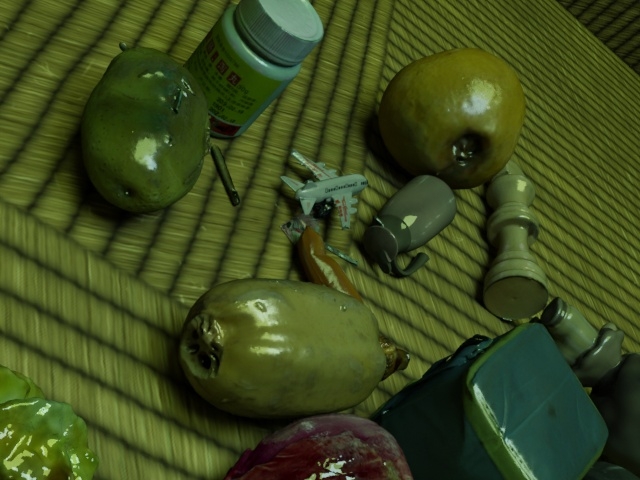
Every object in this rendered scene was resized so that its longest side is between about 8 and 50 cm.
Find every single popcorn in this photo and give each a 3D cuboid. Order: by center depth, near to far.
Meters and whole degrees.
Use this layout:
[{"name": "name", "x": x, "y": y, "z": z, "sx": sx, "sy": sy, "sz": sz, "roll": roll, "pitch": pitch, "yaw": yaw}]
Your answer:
[{"name": "popcorn", "x": -0.301, "y": 0.202, "z": 0.625, "sx": 0.204, "sy": 0.184, "sz": 0.221, "roll": 59, "pitch": 24, "yaw": -9}]

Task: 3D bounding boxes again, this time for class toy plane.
[{"name": "toy plane", "x": 0.016, "y": -0.081, "z": 1.237, "sx": 0.171, "sy": 0.065, "sz": 0.162, "roll": -7, "pitch": 57, "yaw": -51}]

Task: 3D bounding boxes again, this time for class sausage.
[{"name": "sausage", "x": 0.012, "y": 0.061, "z": 1.132, "sx": 0.183, "sy": 0.054, "sz": 0.062, "roll": 58, "pitch": 18, "yaw": 12}]

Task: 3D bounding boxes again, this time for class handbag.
[{"name": "handbag", "x": 0.208, "y": 0.258, "z": 1.012, "sx": 0.263, "sy": 0.241, "sz": 0.222, "roll": -28, "pitch": 80, "yaw": -49}]

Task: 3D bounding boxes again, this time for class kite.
[{"name": "kite", "x": 0.000, "y": 0.000, "z": 1.208, "sx": 0.152, "sy": 0.005, "sz": 0.137, "roll": 22, "pitch": 47, "yaw": -31}]

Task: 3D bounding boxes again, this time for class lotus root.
[{"name": "lotus root", "x": -0.022, "y": 0.138, "z": 0.964, "sx": 0.343, "sy": 0.151, "sz": 0.169, "roll": 12, "pitch": 58, "yaw": -43}]

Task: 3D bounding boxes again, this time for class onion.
[{"name": "onion", "x": -0.005, "y": 0.312, "z": 0.839, "sx": 0.283, "sy": 0.120, "sz": 0.227, "roll": -3, "pitch": 78, "yaw": -33}]

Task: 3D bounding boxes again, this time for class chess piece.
[{"name": "chess piece", "x": 0.378, "y": -0.028, "z": 1.506, "sx": 0.117, "sy": 0.117, "sz": 0.397, "roll": 34, "pitch": 40, "yaw": -19}]

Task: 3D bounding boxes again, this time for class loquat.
[{"name": "loquat", "x": 0.248, "y": -0.235, "z": 1.432, "sx": 0.275, "sy": 0.275, "sz": 0.275, "roll": 25, "pitch": 45, "yaw": -28}]

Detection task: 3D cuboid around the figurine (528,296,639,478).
[{"name": "figurine", "x": 0.531, "y": 0.257, "z": 1.342, "sx": 0.380, "sy": 0.248, "sz": 0.203, "roll": 42, "pitch": 24, "yaw": 12}]

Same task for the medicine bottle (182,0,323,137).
[{"name": "medicine bottle", "x": -0.110, "y": -0.269, "z": 1.145, "sx": 0.139, "sy": 0.225, "sz": 0.139, "roll": 27, "pitch": 43, "yaw": -28}]

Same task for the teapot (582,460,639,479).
[{"name": "teapot", "x": 0.418, "y": 0.494, "z": 1.044, "sx": 0.344, "sy": 0.253, "sz": 0.300, "roll": 35, "pitch": 74, "yaw": -25}]

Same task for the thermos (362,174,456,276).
[{"name": "thermos", "x": 0.149, "y": -0.014, "z": 1.297, "sx": 0.193, "sy": 0.105, "sz": 0.137, "roll": -38, "pitch": 119, "yaw": -48}]

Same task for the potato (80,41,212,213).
[{"name": "potato", "x": -0.224, "y": -0.144, "z": 1.000, "sx": 0.169, "sy": 0.143, "sz": 0.248, "roll": 19, "pitch": 47, "yaw": -18}]

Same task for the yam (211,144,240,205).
[{"name": "yam", "x": -0.142, "y": -0.099, "z": 1.145, "sx": 0.014, "sy": 0.014, "sz": 0.107, "roll": -2, "pitch": 61, "yaw": -45}]
